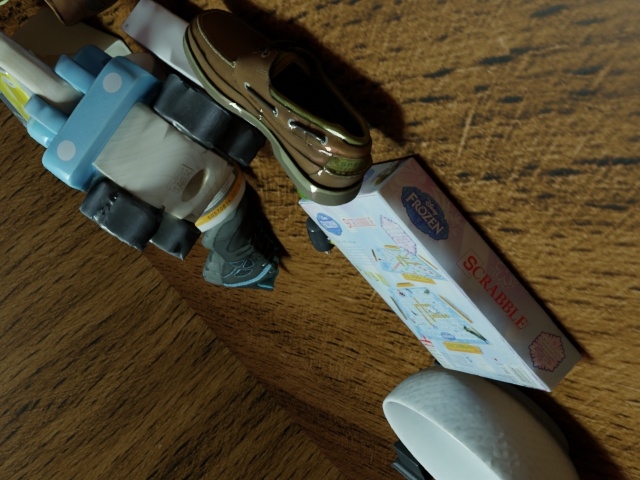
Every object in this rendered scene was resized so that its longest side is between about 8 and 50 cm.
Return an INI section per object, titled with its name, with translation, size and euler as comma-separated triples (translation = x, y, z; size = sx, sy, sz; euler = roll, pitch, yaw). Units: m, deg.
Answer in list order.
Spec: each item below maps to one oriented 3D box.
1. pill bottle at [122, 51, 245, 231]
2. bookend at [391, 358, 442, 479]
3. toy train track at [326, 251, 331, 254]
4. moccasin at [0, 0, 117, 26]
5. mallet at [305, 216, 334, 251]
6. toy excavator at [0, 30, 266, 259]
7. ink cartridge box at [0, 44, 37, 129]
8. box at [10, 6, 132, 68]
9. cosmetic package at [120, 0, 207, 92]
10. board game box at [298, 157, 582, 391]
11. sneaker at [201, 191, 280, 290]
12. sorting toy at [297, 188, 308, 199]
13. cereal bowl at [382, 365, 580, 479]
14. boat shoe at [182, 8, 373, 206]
[pill bottle]
translation = -0.248, -0.152, 1.934
size = 0.162, 0.162, 0.278
euler = 30, 159, 48
[bookend]
translation = 0.177, 0.303, 1.995
size = 0.072, 0.157, 0.156
euler = 36, 164, 34
[toy train track]
translation = 0.000, 0.000, 1.948
size = 0.048, 0.014, 0.083
euler = 37, 165, 33
[moccasin]
translation = -0.438, -0.415, 1.765
size = 0.380, 0.147, 0.139
euler = 39, 165, 27
[mallet]
translation = 0.052, 0.015, 1.807
size = 0.189, 0.039, 0.062
euler = 29, 157, 38
[toy excavator]
translation = -0.351, -0.197, 1.657
size = 0.445, 0.222, 0.433
euler = 34, -178, 16
[ink cartridge box]
translation = -0.465, -0.212, 2.092
size = 0.303, 0.072, 0.307
euler = 24, 154, 56
[box]
translation = -0.421, -0.293, 2.127
size = 0.311, 0.121, 0.148
euler = 29, 159, 51
[cosmetic package]
translation = -0.149, -0.230, 1.585
size = 0.239, 0.060, 0.099
euler = 36, -178, 34
[board game box]
translation = 0.139, 0.042, 1.538
size = 0.318, 0.066, 0.318
euler = 48, 167, -12
[sneaker]
translation = -0.134, -0.005, 2.197
size = 0.139, 0.125, 0.341
euler = 17, 160, 3
[sorting toy]
translation = 0.002, -0.097, 1.557
size = 0.042, 0.061, 0.102
euler = 19, -125, -47
[cereal bowl]
translation = 0.256, 0.303, 1.782
size = 0.339, 0.141, 0.339
euler = 41, 164, 14
[boat shoe]
translation = -0.042, -0.181, 1.393
size = 0.307, 0.110, 0.104
euler = 46, 141, 22
